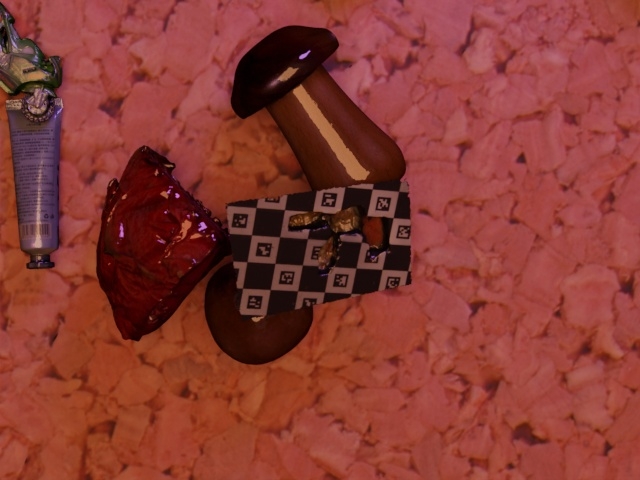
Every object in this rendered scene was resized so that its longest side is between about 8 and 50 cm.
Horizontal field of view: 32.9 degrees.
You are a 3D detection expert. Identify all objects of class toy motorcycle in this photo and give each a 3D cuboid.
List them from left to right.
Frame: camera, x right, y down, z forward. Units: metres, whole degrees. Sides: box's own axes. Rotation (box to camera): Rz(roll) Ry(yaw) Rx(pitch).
[{"bbox_3d":[-0.471,-0.278,1.695,0.106,0.074,0.190,-43,92,-6],"label":"toy motorcycle"}]

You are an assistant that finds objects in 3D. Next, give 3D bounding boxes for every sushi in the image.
[{"bbox_3d":[0.000,0.000,1.623,0.279,0.043,0.192,-11,115,-13],"label":"sushi"}]

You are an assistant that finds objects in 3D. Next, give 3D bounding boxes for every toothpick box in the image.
[{"bbox_3d":[-0.006,-0.186,1.669,0.192,0.192,0.294,-36,100,0],"label":"toothpick box"}]

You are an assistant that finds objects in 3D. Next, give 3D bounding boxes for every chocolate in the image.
[{"bbox_3d":[-0.102,0.106,1.691,0.176,0.177,0.177,0,94,-3],"label":"chocolate"}]

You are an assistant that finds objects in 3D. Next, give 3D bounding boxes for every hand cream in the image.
[{"bbox_3d":[-0.447,-0.091,1.719,0.091,0.058,0.271,-3,88,1],"label":"hand cream"}]

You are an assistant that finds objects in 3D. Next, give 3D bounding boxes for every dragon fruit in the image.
[{"bbox_3d":[-0.210,-0.007,1.635,0.240,0.330,0.302,-15,93,-23],"label":"dragon fruit"}]
